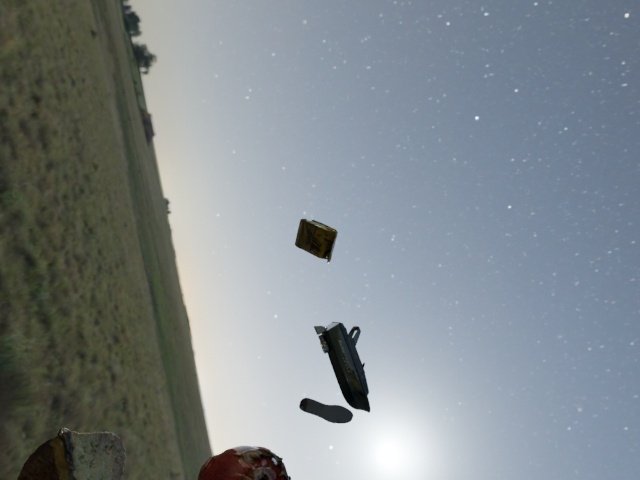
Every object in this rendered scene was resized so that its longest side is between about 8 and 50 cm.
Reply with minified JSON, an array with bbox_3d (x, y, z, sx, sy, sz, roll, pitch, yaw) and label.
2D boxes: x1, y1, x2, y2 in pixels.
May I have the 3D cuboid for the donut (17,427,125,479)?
[{"bbox_3d":[-0.370,0.370,0.773,0.126,0.144,0.186,22,57,-61],"label":"donut"}]

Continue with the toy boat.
[{"bbox_3d":[0.074,0.307,1.296,0.093,0.103,0.245,143,-73,-77],"label":"toy boat"}]

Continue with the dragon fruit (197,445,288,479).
[{"bbox_3d":[-0.196,0.622,1.288,0.315,0.251,0.250,111,-35,-71],"label":"dragon fruit"}]

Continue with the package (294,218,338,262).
[{"bbox_3d":[0.000,0.000,1.197,0.131,0.047,0.070,24,-76,46],"label":"package"}]

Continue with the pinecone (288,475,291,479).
[{"bbox_3d":[-0.148,0.797,1.685,0.140,0.121,0.140,19,-51,25],"label":"pinecone"}]

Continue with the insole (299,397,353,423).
[{"bbox_3d":[0.019,0.547,1.691,0.064,0.189,0.004,-67,-165,3],"label":"insole"}]
